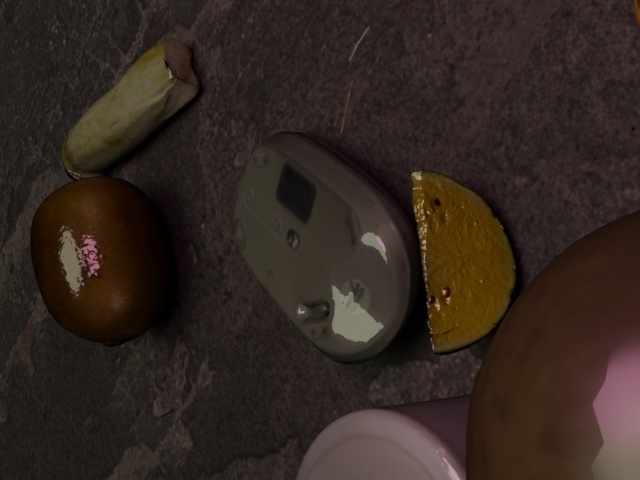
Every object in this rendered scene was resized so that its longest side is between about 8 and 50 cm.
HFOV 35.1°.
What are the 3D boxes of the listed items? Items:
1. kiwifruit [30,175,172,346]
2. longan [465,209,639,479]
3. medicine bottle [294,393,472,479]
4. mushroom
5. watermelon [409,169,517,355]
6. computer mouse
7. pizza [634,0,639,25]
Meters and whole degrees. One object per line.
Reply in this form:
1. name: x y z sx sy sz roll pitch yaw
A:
1. kiwifruit: -0.300 0.032 1.404 0.196 0.196 0.234 -27 69 45
2. longan: 0.253 0.138 0.629 0.361 0.361 0.361 -1 88 48
3. medicine bottle: 0.129 0.255 0.886 0.238 0.231 0.238 0 90 48
4. mushroom: -0.288 -0.181 1.475 0.312 0.081 0.100 -32 72 42
5. watermelon: 0.146 0.021 0.982 0.075 0.092 0.182 -16 69 33
6. computer mouse: 0.005 0.000 1.136 0.331 0.095 0.197 47 121 48
7. pizza: 0.368 -0.119 0.655 0.392 0.080 0.435 11 119 49
